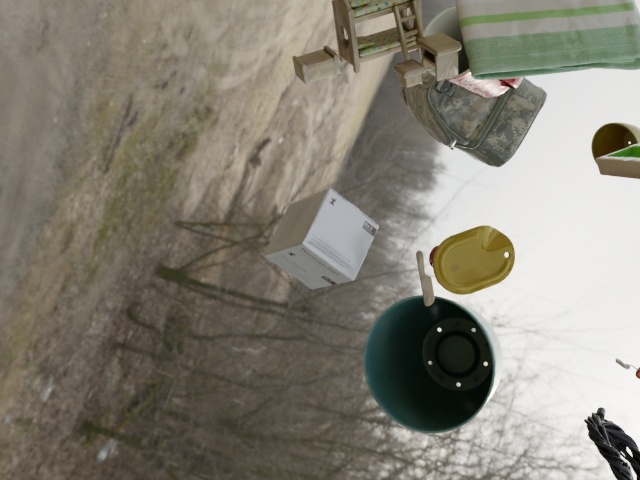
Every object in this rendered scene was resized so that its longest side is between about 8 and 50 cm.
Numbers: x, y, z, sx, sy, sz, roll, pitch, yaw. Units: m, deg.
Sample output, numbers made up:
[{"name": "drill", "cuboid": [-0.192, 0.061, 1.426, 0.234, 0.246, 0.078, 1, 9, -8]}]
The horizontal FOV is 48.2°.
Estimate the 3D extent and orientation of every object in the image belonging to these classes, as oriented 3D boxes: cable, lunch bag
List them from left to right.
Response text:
[{"name": "lunch bag", "cuboid": [0.331, -0.321, 1.666, 0.213, 0.256, 0.305, -59, -168, 10]}, {"name": "cable", "cuboid": [0.556, 0.397, 1.312, 0.047, 0.184, 0.150, -37, 166, 22]}]

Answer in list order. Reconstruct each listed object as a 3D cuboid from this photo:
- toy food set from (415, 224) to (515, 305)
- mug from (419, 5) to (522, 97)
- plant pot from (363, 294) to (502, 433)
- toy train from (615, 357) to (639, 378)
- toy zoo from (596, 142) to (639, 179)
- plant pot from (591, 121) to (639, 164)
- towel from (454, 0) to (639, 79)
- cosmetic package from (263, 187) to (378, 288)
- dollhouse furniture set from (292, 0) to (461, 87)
[{"name": "toy food set", "cuboid": [0.294, 0.046, 1.498, 0.071, 0.217, 0.128, 178, -105, -82]}, {"name": "mug", "cuboid": [0.254, -0.280, 1.157, 0.113, 0.150, 0.169, -33, 159, 27]}, {"name": "plant pot", "cuboid": [0.279, 0.268, 1.621, 0.235, 0.293, 0.293, 7, 105, -62]}, {"name": "toy train", "cuboid": [0.627, 0.260, 1.324, 0.046, 0.125, 0.166, -57, -163, 12]}, {"name": "toy zoo", "cuboid": [0.586, -0.154, 1.057, 0.192, 0.293, 0.030, -105, 175, -82]}, {"name": "plant pot", "cuboid": [0.764, -0.237, 1.791, 0.095, 0.134, 0.134, -18, 146, -31]}, {"name": "towel", "cuboid": [0.293, -0.368, 0.974, 0.038, 0.247, 0.325, 99, -16, -70]}, {"name": "cosmetic package", "cuboid": [0.000, 0.000, 1.597, 0.183, 0.151, 0.151, -18, -139, 58]}, {"name": "dollhouse furniture set", "cuboid": [0.069, -0.269, 0.965, 0.161, 0.182, 0.101, -127, -159, -50]}]
